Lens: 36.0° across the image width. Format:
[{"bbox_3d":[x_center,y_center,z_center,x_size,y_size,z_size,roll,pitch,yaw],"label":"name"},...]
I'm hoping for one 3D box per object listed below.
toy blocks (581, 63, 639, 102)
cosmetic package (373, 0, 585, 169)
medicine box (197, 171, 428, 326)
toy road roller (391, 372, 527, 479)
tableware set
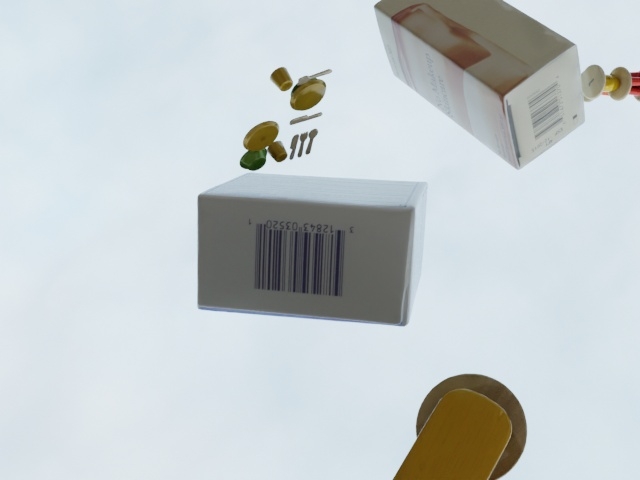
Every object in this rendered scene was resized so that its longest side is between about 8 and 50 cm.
[{"bbox_3d":[0.459,-0.242,1.541,0.123,0.148,0.054,-168,-101,-65],"label":"toy blocks"},{"bbox_3d":[0.220,-0.251,1.388,0.129,0.153,0.296,-35,-133,-9],"label":"cosmetic package"},{"bbox_3d":[0.000,0.000,1.302,0.264,0.289,0.149,4,-80,9],"label":"medicine box"},{"bbox_3d":[0.168,0.329,1.043,0.241,0.202,0.329,27,-99,14],"label":"toy road roller"},{"bbox_3d":[-0.046,-0.142,1.143,0.104,0.154,0.024,-21,-119,-25],"label":"tableware set"}]
